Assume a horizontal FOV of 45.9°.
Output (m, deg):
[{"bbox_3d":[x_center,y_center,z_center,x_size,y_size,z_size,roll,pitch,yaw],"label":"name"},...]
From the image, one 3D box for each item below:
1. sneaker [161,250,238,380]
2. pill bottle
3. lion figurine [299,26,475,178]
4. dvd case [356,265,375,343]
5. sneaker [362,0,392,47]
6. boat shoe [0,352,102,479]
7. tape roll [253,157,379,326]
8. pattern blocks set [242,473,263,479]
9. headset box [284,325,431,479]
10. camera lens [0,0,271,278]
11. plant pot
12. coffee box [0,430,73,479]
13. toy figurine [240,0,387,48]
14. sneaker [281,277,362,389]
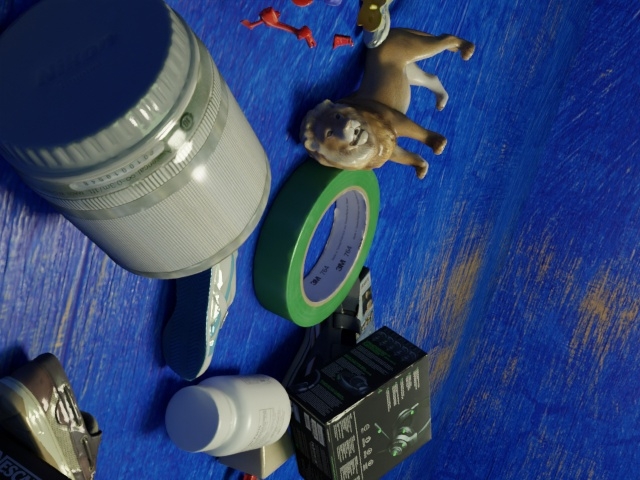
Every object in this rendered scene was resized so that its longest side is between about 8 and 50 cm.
[{"bbox_3d":[-0.175,0.107,1.144,0.092,0.087,0.228,-21,130,-60],"label":"sneaker"},{"bbox_3d":[-0.155,0.294,1.276,0.229,0.131,0.131,19,93,-65],"label":"pill bottle"},{"bbox_3d":[0.118,-0.264,1.349,0.142,0.240,0.392,124,-12,-56],"label":"lion figurine"},{"bbox_3d":[0.070,0.201,1.774,0.180,0.022,0.253,-50,150,-31],"label":"dvd case"},{"bbox_3d":[0.091,-0.404,1.310,0.058,0.052,0.135,6,98,-54],"label":"sneaker"},{"bbox_3d":[-0.322,0.255,0.957,0.092,0.103,0.285,-43,140,-33],"label":"boat shoe"},{"bbox_3d":[0.000,0.000,1.411,0.321,0.077,0.321,-44,146,-41],"label":"tape roll"},{"bbox_3d":[-0.141,0.577,1.588,0.325,0.026,0.285,61,48,-69],"label":"pattern blocks set"},{"bbox_3d":[0.089,0.340,1.494,0.283,0.131,0.246,-29,129,-28],"label":"headset box"},{"bbox_3d":[-0.187,-0.101,0.791,0.219,0.219,0.274,-60,154,-17],"label":"camera lens"},{"bbox_3d":[-0.122,0.374,1.448,0.109,0.109,0.096,-22,118,-57],"label":"plant pot"},{"bbox_3d":[-0.405,0.363,0.801,0.297,0.168,0.118,-42,144,-44],"label":"coffee box"},{"bbox_3d":[0.002,-0.458,1.039,0.217,0.191,0.362,-88,-178,-71],"label":"toy figurine"},{"bbox_3d":[0.033,0.216,1.573,0.126,0.127,0.321,16,95,-49],"label":"sneaker"}]
